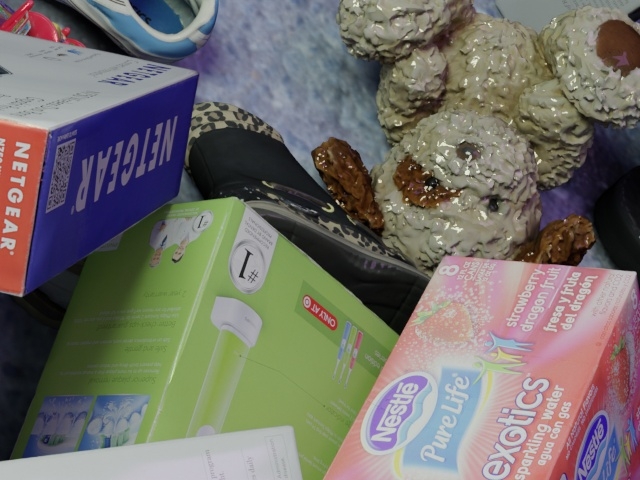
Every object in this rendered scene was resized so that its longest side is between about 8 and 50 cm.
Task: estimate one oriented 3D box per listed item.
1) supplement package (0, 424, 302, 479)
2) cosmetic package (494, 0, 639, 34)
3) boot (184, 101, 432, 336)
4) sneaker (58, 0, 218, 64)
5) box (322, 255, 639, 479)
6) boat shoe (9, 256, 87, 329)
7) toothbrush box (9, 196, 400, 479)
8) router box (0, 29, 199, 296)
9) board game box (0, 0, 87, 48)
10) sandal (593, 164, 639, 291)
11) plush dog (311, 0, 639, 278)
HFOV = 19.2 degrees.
[{"bbox_3d":[-0.136,0.182,0.940,0.244,0.139,0.134,-4,74,-27],"label":"supplement package"},{"bbox_3d":[0.273,-0.240,1.639,0.117,0.231,0.085,-27,85,-42],"label":"cosmetic package"},{"bbox_3d":[0.000,-0.002,1.368,0.236,0.085,0.179,31,19,-34],"label":"boot"},{"bbox_3d":[-0.178,-0.210,1.377,0.237,0.086,0.085,29,54,-21],"label":"sneaker"},{"bbox_3d":[0.102,0.163,1.183,0.300,0.142,0.154,-59,143,-40],"label":"box"},{"bbox_3d":[-0.232,-0.071,1.248,0.302,0.103,0.113,40,49,-14],"label":"boat shoe"},{"bbox_3d":[-0.075,0.146,1.173,0.206,0.122,0.283,40,56,-40],"label":"toothbrush box"},{"bbox_3d":[-0.247,-0.069,1.021,0.301,0.082,0.335,12,11,5],"label":"router box"},{"bbox_3d":[-0.180,-0.130,1.301,0.133,0.033,0.169,41,11,-30],"label":"board game box"},{"bbox_3d":[0.381,0.133,1.631,0.167,0.107,0.446,-14,64,-40],"label":"sandal"},{"bbox_3d":[0.115,-0.072,1.497,0.262,0.210,0.225,19,68,4],"label":"plush dog"}]
